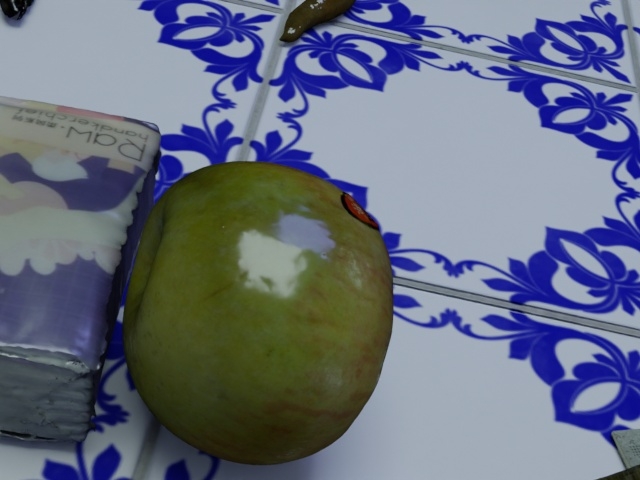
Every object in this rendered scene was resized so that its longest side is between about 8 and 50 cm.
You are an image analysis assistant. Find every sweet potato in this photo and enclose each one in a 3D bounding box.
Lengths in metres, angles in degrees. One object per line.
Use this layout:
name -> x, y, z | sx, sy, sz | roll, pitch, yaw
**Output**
sweet potato -> 0.013, -0.336, 1.533 | 0.069, 0.059, 0.249 | 4, 40, 21

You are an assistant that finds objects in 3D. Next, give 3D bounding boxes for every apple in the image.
apple -> -0.055, 0.055, 0.907 | 0.194, 0.261, 0.261 | 17, 37, -19

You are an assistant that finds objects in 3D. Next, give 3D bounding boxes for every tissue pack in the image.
tissue pack -> -0.285, 0.005, 0.995 | 0.242, 0.125, 0.344 | 9, 40, -4

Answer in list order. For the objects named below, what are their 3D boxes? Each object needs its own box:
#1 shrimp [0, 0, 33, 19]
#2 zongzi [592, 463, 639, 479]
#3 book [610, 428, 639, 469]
shrimp -> -0.459, -0.319, 1.382 | 0.233, 0.071, 0.365 | 4, 35, -19
zongzi -> 0.311, 0.253, 0.892 | 0.184, 0.084, 0.187 | -15, 51, -6
book -> 0.345, 0.235, 0.982 | 0.127, 0.014, 0.182 | 0, 41, -14
